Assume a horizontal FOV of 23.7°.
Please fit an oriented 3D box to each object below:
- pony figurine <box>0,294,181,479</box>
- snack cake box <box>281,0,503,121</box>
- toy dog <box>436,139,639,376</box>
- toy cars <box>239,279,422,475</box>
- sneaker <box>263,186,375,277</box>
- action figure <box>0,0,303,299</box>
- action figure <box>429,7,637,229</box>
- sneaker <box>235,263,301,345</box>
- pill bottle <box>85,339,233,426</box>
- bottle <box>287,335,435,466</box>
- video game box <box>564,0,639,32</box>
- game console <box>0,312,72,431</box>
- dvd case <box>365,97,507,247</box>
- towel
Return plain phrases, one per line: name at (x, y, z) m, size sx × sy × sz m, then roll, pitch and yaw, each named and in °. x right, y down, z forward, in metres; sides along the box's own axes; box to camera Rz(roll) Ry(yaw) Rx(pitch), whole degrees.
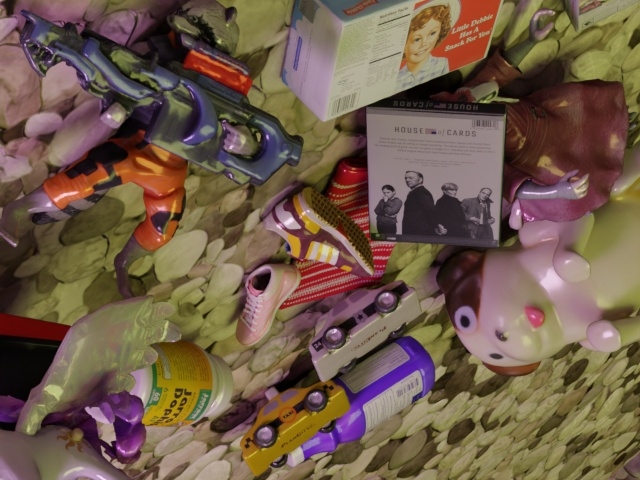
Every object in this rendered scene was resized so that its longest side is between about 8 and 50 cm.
pony figurine at (-0.283, 0.223, 1.583) m, size 0.351 × 0.363 × 0.303 m, roll 5°, pitch 127°, yaw -56°
snack cake box at (0.092, -0.259, 1.798) m, size 0.264 × 0.089 × 0.152 m, roll -23°, pitch 144°, yaw -30°
toy dog at (0.382, 0.035, 2.389) m, size 0.408 × 0.395 × 0.285 m, roll -33°, pitch 115°, yaw -6°
toy cars at (0.000, 0.194, 2.295) m, size 0.176 × 0.087 × 0.394 m, roll -1°, pitch 133°, yaw -49°
sneaker at (0.000, 0.000, 2.039) m, size 0.084 × 0.070 × 0.185 m, roll -28°, pitch 132°, yaw 21°
action figure at (-0.211, -0.130, 1.596) m, size 0.341 × 0.178 × 0.330 m, roll 34°, pitch 97°, yaw -33°
action figure at (0.268, -0.162, 2.118) m, size 0.370 × 0.248 × 0.275 m, roll 11°, pitch 166°, yaw -41°
sneaker at (-0.088, 0.085, 2.087) m, size 0.134 × 0.051 × 0.070 m, roll -54°, pitch 148°, yaw 15°
pill bottle at (-0.210, 0.187, 2.006) m, size 0.117 × 0.117 × 0.208 m, roll -51°, pitch 150°, yaw 16°
bottle at (0.053, 0.264, 2.458) m, size 0.282 × 0.092 × 0.118 m, roll -31°, pitch 150°, yaw -19°
video game box at (0.420, -0.362, 2.005) m, size 0.205 × 0.048 × 0.187 m, roll -27°, pitch 170°, yaw 3°
game console at (-0.482, 0.222, 1.717) m, size 0.342 × 0.060 × 0.387 m, roll 11°, pitch 123°, yaw -42°
dvd case at (0.151, -0.086, 1.994) m, size 0.179 × 0.030 × 0.239 m, roll 4°, pitch 135°, yaw 7°
towel at (0.057, -0.019, 2.143) m, size 0.198 × 0.031 × 0.275 m, roll -13°, pitch 140°, yaw -40°
